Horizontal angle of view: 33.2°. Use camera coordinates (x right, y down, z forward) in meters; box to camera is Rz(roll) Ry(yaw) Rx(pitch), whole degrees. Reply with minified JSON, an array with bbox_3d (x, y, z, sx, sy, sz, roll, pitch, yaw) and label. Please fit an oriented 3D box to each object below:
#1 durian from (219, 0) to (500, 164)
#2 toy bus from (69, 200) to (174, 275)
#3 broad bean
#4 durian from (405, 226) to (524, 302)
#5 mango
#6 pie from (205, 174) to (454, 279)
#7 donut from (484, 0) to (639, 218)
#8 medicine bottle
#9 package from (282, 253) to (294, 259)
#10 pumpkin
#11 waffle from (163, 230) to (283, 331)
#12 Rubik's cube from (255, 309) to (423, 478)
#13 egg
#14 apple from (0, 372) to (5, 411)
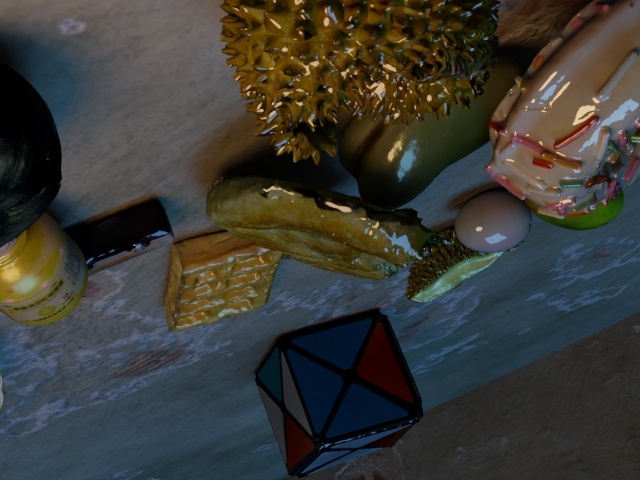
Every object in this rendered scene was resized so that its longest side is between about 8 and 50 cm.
[{"bbox_3d":[0.028,-0.194,0.938,0.258,0.258,0.293,-20,176,-5],"label":"durian"},{"bbox_3d":[-0.273,0.005,1.382,0.172,0.057,0.072,-22,167,2],"label":"toy bus"},{"bbox_3d":[0.144,-0.152,1.348,0.263,0.121,0.189,-34,156,-10],"label":"broad bean"},{"bbox_3d":[0.236,0.021,1.883,0.221,0.095,0.137,-23,-165,-1],"label":"durian"},{"bbox_3d":[0.409,-0.078,1.748,0.233,0.125,0.111,0,145,-44],"label":"mango"},{"bbox_3d":[-0.002,-0.016,1.366,0.297,0.078,0.371,14,173,-9],"label":"pie"},{"bbox_3d":[0.379,-0.176,1.331,0.383,0.142,0.382,-33,158,-15],"label":"donut"},{"bbox_3d":[-0.353,0.015,1.231,0.122,0.121,0.212,-21,160,-2],"label":"medicine bottle"},{"bbox_3d":[0.002,0.000,1.678,0.121,0.031,0.108,-5,154,-25],"label":"package"},{"bbox_3d":[-0.348,-0.068,0.968,0.233,0.163,0.233,-21,162,-7],"label":"pumpkin"},{"bbox_3d":[-0.150,0.057,1.633,0.168,0.057,0.274,-16,159,-17],"label":"waffle"},{"bbox_3d":[0.035,0.317,2.202,0.248,0.246,0.250,-12,158,-22],"label":"Rubik's cube"},{"bbox_3d":[0.286,-0.030,1.777,0.135,0.103,0.103,-11,158,-21],"label":"egg"},{"bbox_3d":[-0.567,0.207,1.431,0.254,0.179,0.346,-33,159,-4],"label":"apple"}]
